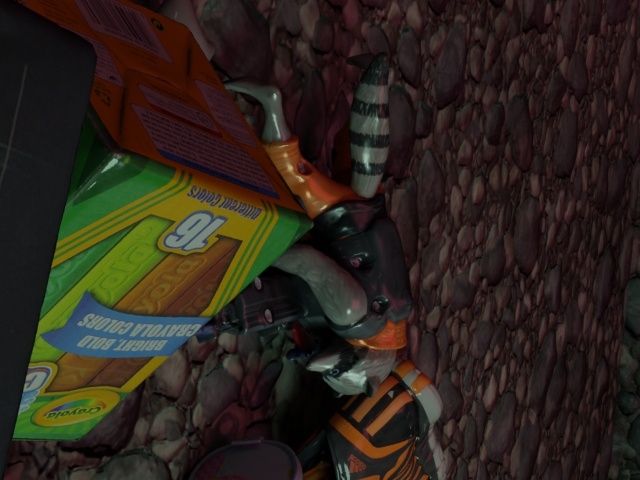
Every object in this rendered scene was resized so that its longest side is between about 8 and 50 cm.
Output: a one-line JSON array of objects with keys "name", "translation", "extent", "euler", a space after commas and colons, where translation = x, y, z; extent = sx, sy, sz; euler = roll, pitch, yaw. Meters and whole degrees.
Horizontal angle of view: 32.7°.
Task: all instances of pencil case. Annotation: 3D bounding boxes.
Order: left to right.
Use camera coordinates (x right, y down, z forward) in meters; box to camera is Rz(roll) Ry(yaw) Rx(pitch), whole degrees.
[{"name": "pencil case", "translation": [-0.046, 0.325, 1.066], "extent": [0.124, 0.113, 0.273], "euler": [-60, 143, -52]}]

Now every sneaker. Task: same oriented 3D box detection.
[{"name": "sneaker", "translation": [0.040, 0.253, 1.215], "extent": [0.180, 0.124, 0.321], "euler": [-42, 150, -18]}]

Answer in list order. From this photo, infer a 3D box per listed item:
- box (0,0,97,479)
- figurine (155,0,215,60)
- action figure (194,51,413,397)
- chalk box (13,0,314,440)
[{"name": "box", "translation": [-0.367, 0.079, 0.318], "extent": [0.472, 0.297, 0.480], "euler": [23, 75, -56]}, {"name": "figurine", "translation": [-0.160, -0.149, 0.829], "extent": [0.215, 0.092, 0.209], "euler": [59, 42, -46]}, {"name": "action figure", "translation": [0.000, 0.000, 1.039], "extent": [0.341, 0.178, 0.330], "euler": [-25, 107, -57]}, {"name": "chalk box", "translation": [-0.188, 0.004, 0.650], "extent": [0.289, 0.179, 0.180], "euler": [-44, 152, 19]}]
